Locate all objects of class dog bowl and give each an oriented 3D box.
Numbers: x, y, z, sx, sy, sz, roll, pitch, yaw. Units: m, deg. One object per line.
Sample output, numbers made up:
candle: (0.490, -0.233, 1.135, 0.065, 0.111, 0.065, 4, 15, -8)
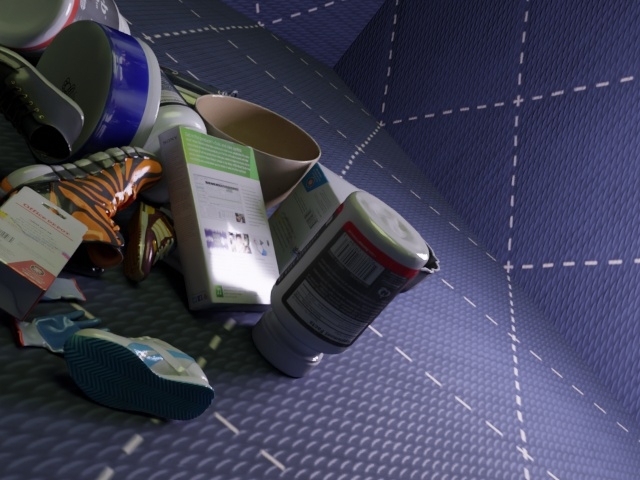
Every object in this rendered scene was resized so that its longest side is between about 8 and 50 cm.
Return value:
dog bowl: (-0.404, -0.247, 1.557, 0.104, 0.265, 0.265, 16, 30, -48)

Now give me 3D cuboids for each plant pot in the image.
plant pot: (-0.166, -0.161, 1.895, 0.284, 0.190, 0.284, 21, 24, -10)

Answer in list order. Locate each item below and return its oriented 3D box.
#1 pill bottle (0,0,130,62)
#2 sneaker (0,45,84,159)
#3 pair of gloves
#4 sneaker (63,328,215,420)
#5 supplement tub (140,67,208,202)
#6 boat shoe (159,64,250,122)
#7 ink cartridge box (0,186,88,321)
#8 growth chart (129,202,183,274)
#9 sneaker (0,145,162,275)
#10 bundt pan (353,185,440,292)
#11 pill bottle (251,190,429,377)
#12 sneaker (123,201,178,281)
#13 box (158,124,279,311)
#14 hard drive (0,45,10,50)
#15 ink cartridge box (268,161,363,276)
pill bottle: (-0.535, -0.456, 1.814, 0.210, 0.210, 0.363, 42, 4, 7)
sneaker: (-0.461, -0.214, 1.344, 0.222, 0.083, 0.118, 32, 22, -25)
pair of gloves: (-0.373, 0.088, 1.216, 0.159, 0.023, 0.198, 16, 30, -52)
sneaker: (-0.249, 0.170, 1.185, 0.229, 0.087, 0.092, 33, 11, -41)
supplement tub: (-0.343, -0.222, 1.739, 0.191, 0.191, 0.272, 14, 32, -54)
boat shoe: (-0.253, -0.276, 2.069, 0.500, 0.187, 0.156, 20, 32, -35)
ink cartridge box: (-0.401, 0.012, 1.197, 0.115, 0.067, 0.198, 36, 22, -12)
growth chart: (-0.253, 0.004, 1.657, 0.172, 0.021, 0.237, 38, 18, -8)
sneaker: (-0.347, -0.039, 1.412, 0.180, 0.124, 0.321, 51, 38, 13)
bundt pan: (0.142, 0.009, 2.267, 0.331, 0.124, 0.331, 36, 19, -14)
pill bottle: (0.024, 0.084, 1.534, 0.176, 0.318, 0.176, 36, 19, -14)
sneaker: (-0.278, 0.007, 1.492, 0.084, 0.069, 0.185, 23, 34, -24)
box: (-0.175, -0.032, 1.598, 0.232, 0.059, 0.321, 10, 66, -60)
hard drive: (-0.724, -0.377, 1.582, 0.233, 0.047, 0.353, 42, 17, 4)
ink cartridge box: (0.000, 0.000, 1.828, 0.168, 0.232, 0.171, 30, 20, -34)
